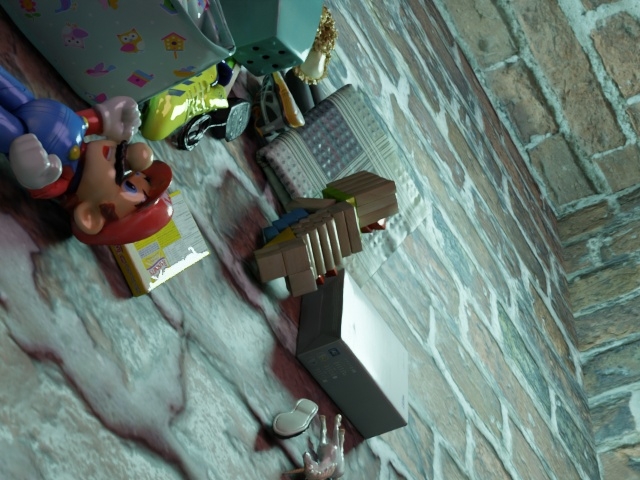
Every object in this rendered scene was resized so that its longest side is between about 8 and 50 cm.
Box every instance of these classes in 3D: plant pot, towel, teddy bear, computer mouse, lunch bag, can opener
[{"bbox_3d":[-0.095,-0.429,1.933,0.165,0.165,0.234,34,49,-54],"label":"plant pot"},{"bbox_3d":[0.048,-0.098,2.022,0.312,0.056,0.324,-44,106,-43],"label":"towel"},{"bbox_3d":[-0.064,-0.458,2.167,0.245,0.113,0.338,2,61,-36],"label":"teddy bear"},{"bbox_3d":[-0.178,-0.191,1.748,0.242,0.041,0.071,-35,142,-65],"label":"computer mouse"},{"bbox_3d":[-0.262,-0.306,1.408,0.262,0.223,0.160,55,24,-28],"label":"lunch bag"},{"bbox_3d":[0.006,-0.227,2.142,0.074,0.093,0.280,1,63,-47],"label":"can opener"}]

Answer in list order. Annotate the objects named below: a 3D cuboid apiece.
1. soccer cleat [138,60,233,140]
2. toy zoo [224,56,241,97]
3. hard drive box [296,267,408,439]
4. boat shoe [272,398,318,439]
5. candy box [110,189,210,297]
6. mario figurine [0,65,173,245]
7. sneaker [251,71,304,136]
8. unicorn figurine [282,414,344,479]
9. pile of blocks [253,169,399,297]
[{"bbox_3d":[-0.197,-0.224,1.617,0.121,0.093,0.289,27,29,-8],"label":"soccer cleat"},{"bbox_3d":[-0.232,-0.396,1.838,0.293,0.030,0.192,57,23,-24],"label":"toy zoo"},{"bbox_3d":[0.060,0.195,1.841,0.232,0.089,0.181,53,25,-30],"label":"hard drive box"},{"bbox_3d":[-0.041,0.274,1.593,0.046,0.038,0.125,24,18,11],"label":"boat shoe"},{"bbox_3d":[-0.221,0.000,1.464,0.105,0.027,0.206,67,21,-6],"label":"candy box"},{"bbox_3d":[-0.282,-0.122,1.240,0.320,0.170,0.198,41,67,-34],"label":"mario figurine"},{"bbox_3d":[-0.090,-0.251,1.966,0.084,0.083,0.215,60,4,-23],"label":"sneaker"},{"bbox_3d":[0.009,0.324,1.624,0.162,0.060,0.111,49,37,-50],"label":"unicorn figurine"},{"bbox_3d":[0.000,0.000,1.829,0.362,0.149,0.113,-36,122,-44],"label":"pile of blocks"}]
